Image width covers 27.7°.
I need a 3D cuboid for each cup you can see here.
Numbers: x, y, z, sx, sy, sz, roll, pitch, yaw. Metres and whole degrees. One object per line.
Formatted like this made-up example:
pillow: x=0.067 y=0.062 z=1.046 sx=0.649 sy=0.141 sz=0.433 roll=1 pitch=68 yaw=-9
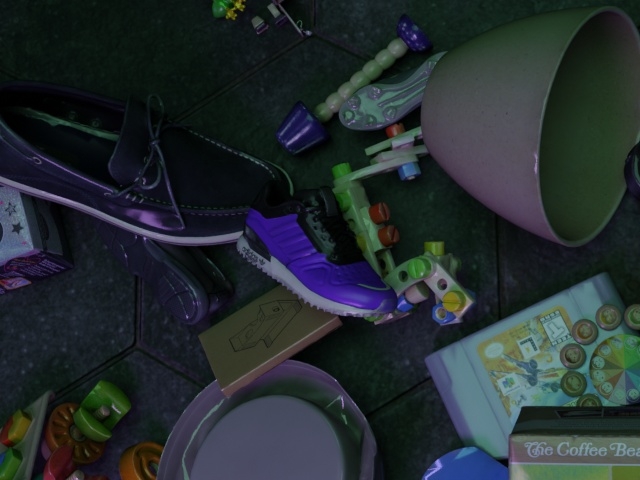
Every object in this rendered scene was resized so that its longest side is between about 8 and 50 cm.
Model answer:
cup: x=0.284 y=-0.175 z=1.831 sx=0.237 sy=0.331 sz=0.331 roll=14 pitch=83 yaw=36

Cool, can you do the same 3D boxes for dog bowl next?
dog bowl: x=-0.064 y=0.351 z=1.859 sx=0.348 sy=0.102 sz=0.349 roll=-12 pitch=62 yaw=23

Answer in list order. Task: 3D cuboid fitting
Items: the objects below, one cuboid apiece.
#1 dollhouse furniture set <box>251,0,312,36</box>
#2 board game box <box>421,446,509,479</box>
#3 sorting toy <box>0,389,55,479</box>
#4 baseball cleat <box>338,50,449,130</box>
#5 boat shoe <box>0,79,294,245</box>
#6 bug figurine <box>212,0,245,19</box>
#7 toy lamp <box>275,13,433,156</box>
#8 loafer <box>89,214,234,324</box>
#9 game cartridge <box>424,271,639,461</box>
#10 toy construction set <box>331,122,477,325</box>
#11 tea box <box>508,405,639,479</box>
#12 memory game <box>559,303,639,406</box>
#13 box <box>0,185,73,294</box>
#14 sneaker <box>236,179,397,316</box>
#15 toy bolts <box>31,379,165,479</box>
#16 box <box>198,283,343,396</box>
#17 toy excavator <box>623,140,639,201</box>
dollhouse furniture set: x=-0.062 y=-0.352 z=2.033 sx=0.091 sy=0.114 sz=0.081 roll=-37 pitch=77 yaw=2
board game box: x=0.225 y=0.366 z=1.855 sx=0.168 sy=0.033 sz=0.133 roll=34 pitch=105 yaw=-3
sorting toy: x=-0.488 y=0.334 z=1.949 sx=0.193 sy=0.208 sz=0.038 roll=-37 pitch=115 yaw=26
baseball cleat: x=0.129 y=-0.220 z=1.963 sx=0.205 sy=0.109 sz=0.072 roll=-23 pitch=88 yaw=11
boat shoe: x=-0.278 y=-0.122 z=1.943 sx=0.500 sy=0.156 sz=0.187 roll=15 pitch=56 yaw=-8
bug figurine: x=-0.152 y=-0.486 z=2.101 sx=0.279 sy=0.072 sz=0.216 roll=40 pitch=97 yaw=13
toy lamp: x=0.046 y=-0.236 z=2.002 sx=0.274 sy=0.080 sz=0.080 roll=-41 pitch=73 yaw=1
loafer: x=-0.255 y=0.006 z=2.035 sx=0.302 sy=0.095 sz=0.109 roll=48 pitch=133 yaw=19
game cartridge: x=0.321 y=0.195 z=1.863 sx=0.297 sy=0.062 sz=0.198 roll=-27 pitch=70 yaw=8
toy construction set: x=0.104 y=-0.015 z=1.906 sx=0.215 sy=0.151 sz=0.328 roll=-25 pitch=65 yaw=34
tea box: x=0.418 y=0.387 z=1.684 sx=0.328 sy=0.220 sz=0.324 roll=-2 pitch=92 yaw=13
memory game: x=0.424 y=0.178 z=1.807 sx=0.186 sy=0.012 sz=0.186 roll=-2 pitch=79 yaw=13
box: x=-0.511 y=-0.062 z=2.060 sx=0.142 sy=0.163 sz=0.247 roll=-21 pitch=75 yaw=7
sneaker: x=-0.001 y=0.000 z=1.837 sx=0.293 sy=0.102 sz=0.146 roll=30 pitch=111 yaw=36
toy bolts: x=-0.351 y=0.363 z=1.940 sx=0.218 sy=0.228 sz=0.158 roll=45 pitch=122 yaw=-5
box: x=-0.078 y=0.133 z=1.925 sx=0.201 sy=0.021 sz=0.164 roll=-33 pitch=31 yaw=-1
toy excavator: x=0.684 y=-0.217 z=1.766 sx=0.432 sy=0.222 sz=0.445 roll=21 pitch=82 yaw=4
